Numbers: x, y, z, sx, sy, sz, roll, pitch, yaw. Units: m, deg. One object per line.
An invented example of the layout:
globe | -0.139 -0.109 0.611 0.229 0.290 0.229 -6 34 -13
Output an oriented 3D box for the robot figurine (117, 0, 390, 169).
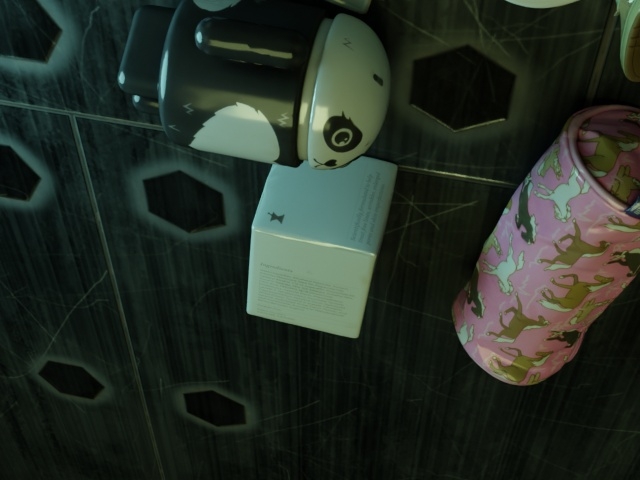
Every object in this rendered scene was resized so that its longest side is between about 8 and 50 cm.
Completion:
robot figurine | -0.066 -0.167 1.053 0.278 0.209 0.173 11 117 7

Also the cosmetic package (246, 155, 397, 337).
cosmetic package | 0.000 0.000 1.251 0.152 0.151 0.183 13 143 3

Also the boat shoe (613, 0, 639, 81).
boat shoe | 0.320 -0.264 0.891 0.105 0.089 0.285 -12 143 -7

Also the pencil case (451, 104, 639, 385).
pencil case | 0.289 0.019 1.176 0.160 0.167 0.386 -8 148 -23

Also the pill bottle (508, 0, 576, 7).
pill bottle | 0.184 -0.292 0.790 0.119 0.208 0.119 9 141 8

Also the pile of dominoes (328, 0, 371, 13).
pile of dominoes | 0.037 -0.329 0.953 0.196 0.040 0.251 35 146 -23
